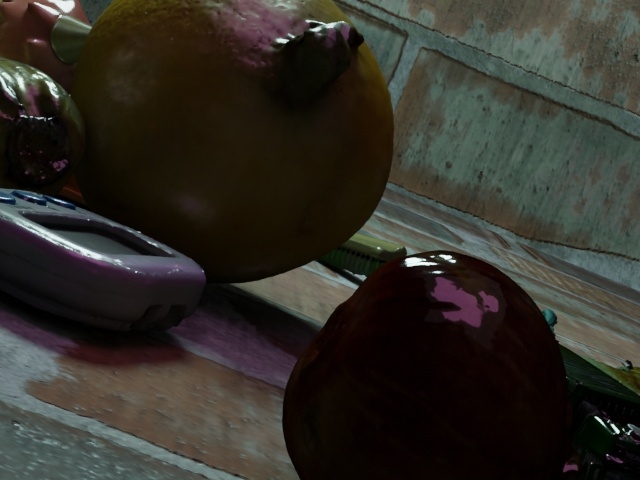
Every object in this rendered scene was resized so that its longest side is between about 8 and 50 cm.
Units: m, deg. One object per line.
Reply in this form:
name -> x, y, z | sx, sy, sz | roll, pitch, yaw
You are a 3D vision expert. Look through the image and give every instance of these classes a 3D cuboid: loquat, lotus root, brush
loquat -> -0.073, -0.121, 1.656 | 0.328, 0.328, 0.359 | 19, -24, -26
lotus root -> -0.327, -0.109, 1.584 | 0.154, 0.154, 0.278 | 15, 9, -46
brush -> 0.000, 0.000, 2.209 | 0.054, 0.048, 0.282 | 3, 10, -41

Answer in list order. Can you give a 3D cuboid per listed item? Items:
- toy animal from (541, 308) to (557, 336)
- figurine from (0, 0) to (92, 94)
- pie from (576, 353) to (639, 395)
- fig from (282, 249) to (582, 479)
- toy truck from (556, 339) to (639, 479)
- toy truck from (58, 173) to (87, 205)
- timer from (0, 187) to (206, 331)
toy animal -> 0.225, 0.097, 1.963 | 0.103, 0.100, 0.208 | -16, -5, -1
figurine -> -0.399, -0.252, 2.177 | 0.387, 0.207, 0.166 | 18, 25, 36
pie -> 0.393, 0.201, 1.843 | 0.302, 0.067, 0.302 | 22, 8, -3
fig -> 0.075, 0.113, 1.076 | 0.205, 0.205, 0.205 | 22, 7, -3
toy truck -> 0.179, 0.154, 1.294 | 0.088, 0.121, 0.259 | 19, 8, -22
toy truck -> -0.290, -0.107, 1.842 | 0.270, 0.114, 0.135 | 23, 2, -18
timer -> -0.201, 0.015, 1.355 | 0.190, 0.069, 0.208 | 24, 6, 20
